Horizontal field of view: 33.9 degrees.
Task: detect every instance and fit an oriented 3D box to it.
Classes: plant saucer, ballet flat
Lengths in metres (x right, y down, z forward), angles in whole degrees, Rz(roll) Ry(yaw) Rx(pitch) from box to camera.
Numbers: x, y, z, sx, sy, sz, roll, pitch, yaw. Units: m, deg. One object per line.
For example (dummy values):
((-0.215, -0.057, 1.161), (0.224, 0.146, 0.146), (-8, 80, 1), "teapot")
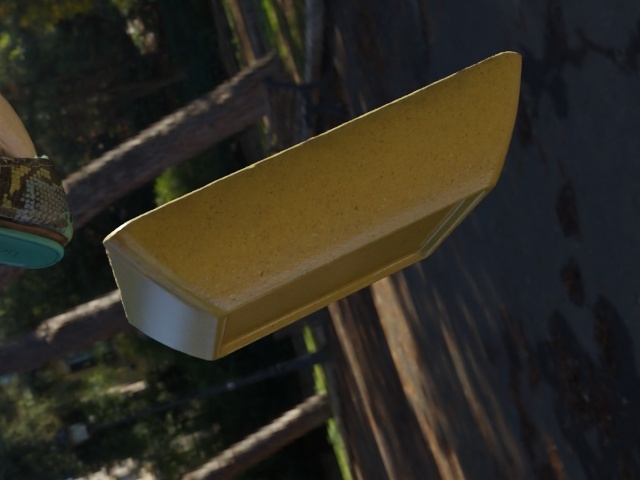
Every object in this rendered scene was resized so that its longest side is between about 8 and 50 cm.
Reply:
((0.000, 0.000, 0.873), (0.081, 0.333, 0.332), (62, 167, 11), "plant saucer")
((-0.195, -0.032, 0.454), (0.188, 0.070, 0.070), (16, -134, -47), "ballet flat")

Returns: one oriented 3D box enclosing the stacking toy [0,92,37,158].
((-0.344, 0.126, 0.542), (0.350, 0.351, 0.479), (79, -170, -65), "stacking toy")
